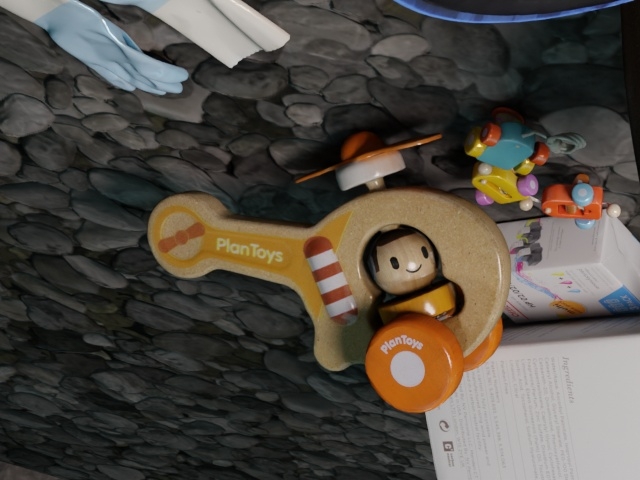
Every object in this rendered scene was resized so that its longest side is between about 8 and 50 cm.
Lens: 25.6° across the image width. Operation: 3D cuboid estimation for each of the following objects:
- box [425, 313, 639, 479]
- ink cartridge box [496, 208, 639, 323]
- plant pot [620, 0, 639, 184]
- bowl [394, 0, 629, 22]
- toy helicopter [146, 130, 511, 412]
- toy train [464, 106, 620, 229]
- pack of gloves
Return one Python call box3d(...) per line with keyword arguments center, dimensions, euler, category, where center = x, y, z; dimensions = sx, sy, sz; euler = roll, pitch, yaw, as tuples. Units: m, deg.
box3d(center=(0.300, 0.154, 1.343), dimensions=(0.345, 0.168, 0.215), euler=(-8, -177, 37), category="box")
box3d(center=(0.213, 0.029, 1.351), dimensions=(0.181, 0.061, 0.104), euler=(-8, 147, 37), category="ink cartridge box")
box3d(center=(0.290, -0.064, 0.901), dimensions=(0.215, 0.230, 0.215), euler=(9, 162, 3), category="plant pot")
box3d(center=(0.178, -0.218, 0.637), dimensions=(0.391, 0.077, 0.391), euler=(-18, 166, -5), category="bowl")
box3d(center=(0.000, 0.000, 1.275), dimensions=(0.355, 0.235, 0.140), euler=(10, -162, 23), category="toy helicopter")
box3d(center=(0.188, -0.066, 1.197), dimensions=(0.125, 0.046, 0.166), euler=(3, 155, 19), category="toy train")
box3d(center=(-0.175, -0.179, 1.141), dimensions=(0.232, 0.046, 0.195), euler=(31, 148, -31), category="pack of gloves")
